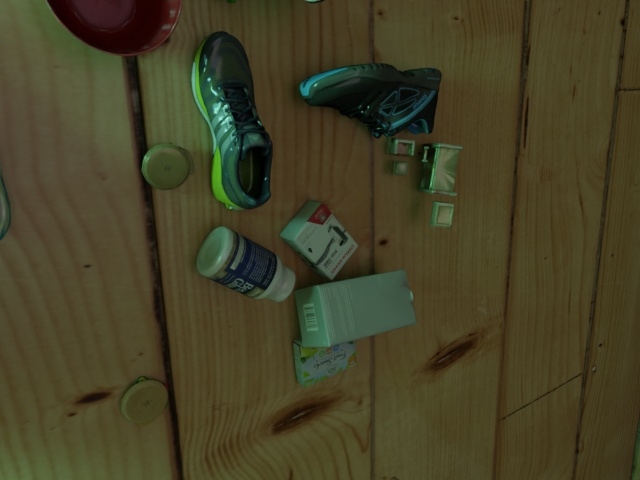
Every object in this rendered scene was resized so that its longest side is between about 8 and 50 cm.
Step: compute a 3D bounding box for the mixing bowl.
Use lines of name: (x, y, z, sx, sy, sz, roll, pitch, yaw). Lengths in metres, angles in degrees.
mixing bowl: (-0.295, -0.346, 0.692, 0.181, 0.098, 0.181, -8, 105, -32)

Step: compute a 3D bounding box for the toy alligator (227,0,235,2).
toy alligator: (-0.120, -0.473, 0.815, 0.051, 0.056, 0.189, 11, 88, -65)

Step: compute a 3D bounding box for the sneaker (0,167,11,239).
sneaker: (-0.457, -0.104, 0.640, 0.087, 0.092, 0.228, -22, 111, -28)

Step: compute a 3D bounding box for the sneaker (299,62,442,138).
sneaker: (0.115, -0.270, 0.979, 0.341, 0.125, 0.139, -10, 106, -33)

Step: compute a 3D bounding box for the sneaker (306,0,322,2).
sneaker: (-0.052, -0.583, 0.787, 0.257, 0.169, 0.447, 37, 46, -73)

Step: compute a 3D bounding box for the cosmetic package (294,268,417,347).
cosmetic package: (0.077, 0.140, 1.045, 0.238, 0.107, 0.127, -4, 81, -36)

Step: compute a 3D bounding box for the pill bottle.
pill bottle: (-0.130, 0.051, 0.902, 0.169, 0.094, 0.094, 31, 83, -35)

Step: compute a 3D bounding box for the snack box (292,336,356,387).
snack box: (0.011, 0.244, 1.080, 0.141, 0.037, 0.100, -16, 110, -32)

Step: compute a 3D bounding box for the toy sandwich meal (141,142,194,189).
toy sandwich meal: (-0.252, -0.124, 0.819, 0.086, 0.029, 0.085, -12, 116, -25)

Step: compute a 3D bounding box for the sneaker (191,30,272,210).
sneaker: (-0.130, -0.190, 0.829, 0.111, 0.121, 0.300, -20, 112, -30)

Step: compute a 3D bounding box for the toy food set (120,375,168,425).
toy food set: (-0.308, 0.283, 0.877, 0.082, 0.020, 0.083, -50, 123, -15)

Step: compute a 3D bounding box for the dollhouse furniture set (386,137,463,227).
dollhouse furniture set: (0.214, -0.131, 1.125, 0.161, 0.101, 0.181, 5, 99, -11)

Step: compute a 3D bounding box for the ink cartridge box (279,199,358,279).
ink cartridge box: (0.000, 0.000, 1.004, 0.099, 0.056, 0.135, -52, 123, -15)
